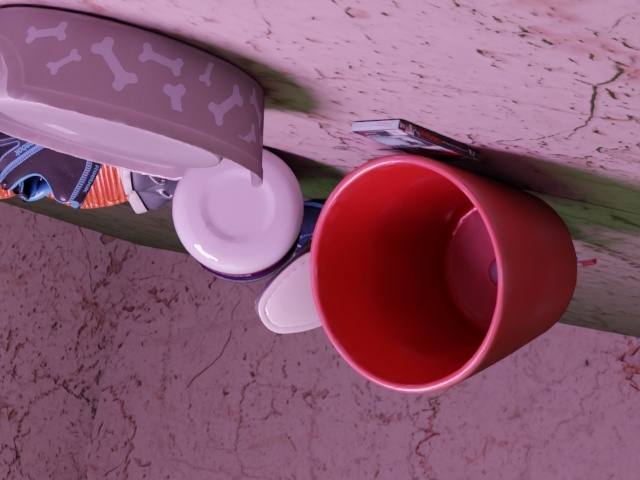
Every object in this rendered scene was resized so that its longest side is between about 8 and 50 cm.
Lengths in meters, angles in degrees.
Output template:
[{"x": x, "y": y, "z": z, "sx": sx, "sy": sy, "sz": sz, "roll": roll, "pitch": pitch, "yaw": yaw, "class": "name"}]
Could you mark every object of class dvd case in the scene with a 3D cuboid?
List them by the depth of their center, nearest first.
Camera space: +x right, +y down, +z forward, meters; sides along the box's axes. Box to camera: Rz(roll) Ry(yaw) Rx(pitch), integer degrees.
[{"x": 0.105, "y": -0.110, "z": 1.336, "sx": 0.119, "sy": 0.013, "sz": 0.087, "roll": 16, "pitch": 174, "yaw": -33, "class": "dvd case"}]

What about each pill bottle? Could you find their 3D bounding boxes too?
[{"x": -0.117, "y": -0.031, "z": 1.773, "sx": 0.181, "sy": 0.182, "sz": 0.323, "roll": 14, "pitch": 175, "yaw": -1, "class": "pill bottle"}]

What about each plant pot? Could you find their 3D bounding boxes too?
[{"x": 0.165, "y": 0.036, "z": 1.436, "sx": 0.275, "sy": 0.275, "sz": 0.243, "roll": 9, "pitch": -174, "yaw": 39, "class": "plant pot"}]

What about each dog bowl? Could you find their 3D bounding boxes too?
[{"x": -0.218, "y": -0.148, "z": 1.281, "sx": 0.348, "sy": 0.102, "sz": 0.349, "roll": 14, "pitch": 174, "yaw": 2, "class": "dog bowl"}]

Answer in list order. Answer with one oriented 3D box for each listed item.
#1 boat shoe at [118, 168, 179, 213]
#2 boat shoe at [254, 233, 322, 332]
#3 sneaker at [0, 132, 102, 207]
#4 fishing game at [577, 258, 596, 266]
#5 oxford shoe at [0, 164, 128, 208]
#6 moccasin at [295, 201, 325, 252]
[{"x": -0.238, "y": -0.116, "z": 1.704, "sx": 0.099, "sy": 0.116, "sz": 0.319, "roll": -13, "pitch": 169, "yaw": -5, "class": "boat shoe"}, {"x": 0.023, "y": 0.032, "z": 1.755, "sx": 0.091, "sy": 0.305, "sz": 0.109, "roll": 15, "pitch": 135, "yaw": 59, "class": "boat shoe"}, {"x": -0.463, "y": -0.135, "z": 1.779, "sx": 0.340, "sy": 0.140, "sz": 0.125, "roll": 10, "pitch": 173, "yaw": 35, "class": "sneaker"}, {"x": 0.259, "y": -0.022, "z": 1.716, "sx": 0.264, "sy": 0.041, "sz": 0.189, "roll": 22, "pitch": 173, "yaw": -4, "class": "fishing game"}, {"x": -0.422, "y": -0.137, "z": 1.964, "sx": 0.363, "sy": 0.130, "sz": 0.133, "roll": 5, "pitch": -155, "yaw": 16, "class": "oxford shoe"}, {"x": 0.000, "y": 0.000, "z": 2.115, "sx": 0.137, "sy": 0.117, "sz": 0.342, "roll": 16, "pitch": 174, "yaw": -25, "class": "moccasin"}]
